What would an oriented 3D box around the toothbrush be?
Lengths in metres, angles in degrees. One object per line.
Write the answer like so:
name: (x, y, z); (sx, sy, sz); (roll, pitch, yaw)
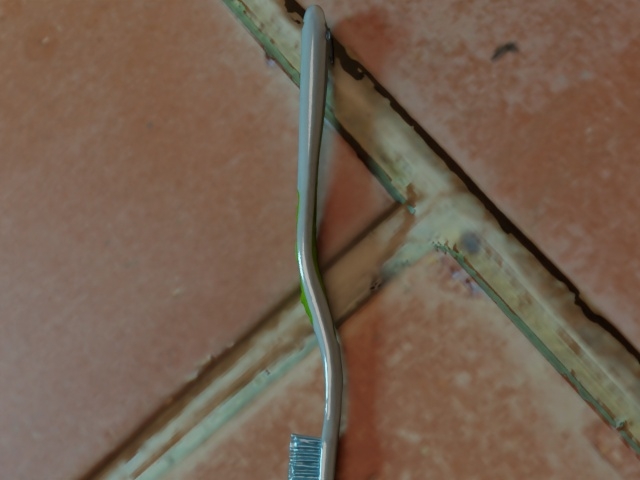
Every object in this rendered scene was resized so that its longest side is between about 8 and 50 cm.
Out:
toothbrush: (0.000, 0.000, 0.627); (0.026, 0.022, 0.263); (0, 73, 6)
